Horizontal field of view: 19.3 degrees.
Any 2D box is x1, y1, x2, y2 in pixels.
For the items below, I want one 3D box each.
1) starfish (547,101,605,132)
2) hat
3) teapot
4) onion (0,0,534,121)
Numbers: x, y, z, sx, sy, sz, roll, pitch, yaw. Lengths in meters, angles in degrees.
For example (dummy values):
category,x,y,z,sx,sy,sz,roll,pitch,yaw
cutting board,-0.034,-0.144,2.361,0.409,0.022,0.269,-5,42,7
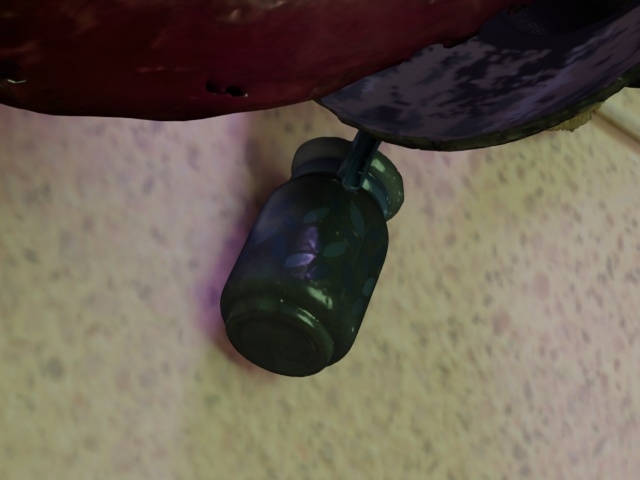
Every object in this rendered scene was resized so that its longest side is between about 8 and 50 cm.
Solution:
category,x,y,z,sx,sy,sz,roll,pitch,yaw
starfish,0.158,-0.196,0.868,0.301,0.084,0.293,-3,83,-42
hat,0.109,-0.128,0.681,0.128,0.266,0.265,32,57,-44
teapot,-0.004,0.000,0.657,0.063,0.049,0.083,72,31,-47
onion,-0.057,-0.230,0.516,0.348,0.348,0.385,30,21,-37
